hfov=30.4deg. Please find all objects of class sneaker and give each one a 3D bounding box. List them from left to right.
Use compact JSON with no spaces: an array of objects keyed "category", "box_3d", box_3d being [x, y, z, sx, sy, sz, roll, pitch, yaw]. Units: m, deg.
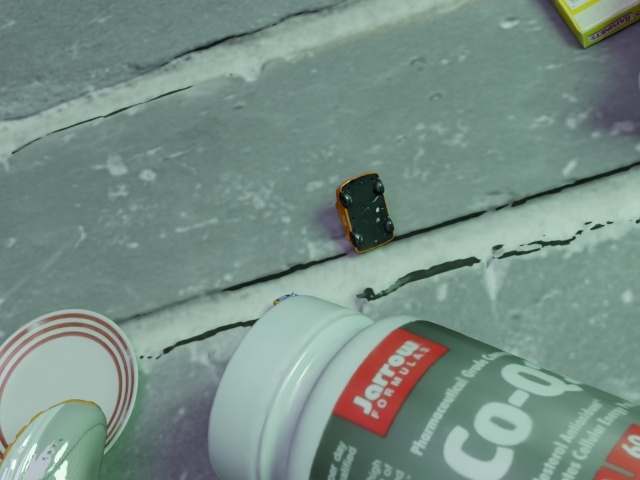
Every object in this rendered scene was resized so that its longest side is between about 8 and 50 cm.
[{"category":"sneaker","box_3d":[-0.167,0.240,0.782,0.121,0.099,0.263,9,76,14]}]

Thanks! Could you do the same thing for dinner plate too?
[{"category":"dinner plate","box_3d":[-0.201,0.120,0.898,0.141,0.017,0.141,-9,59,16]}]

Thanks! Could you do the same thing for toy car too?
[{"category":"toy car","box_3d":[0.000,0.000,0.870,0.122,0.060,0.040,-39,25,-11]}]

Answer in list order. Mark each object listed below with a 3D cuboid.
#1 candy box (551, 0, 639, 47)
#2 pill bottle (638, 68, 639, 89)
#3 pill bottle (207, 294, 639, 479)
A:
[{"category":"candy box","box_3d":[0.208,-0.253,0.947,0.105,0.027,0.206,-26,57,2]},{"category":"pill bottle","box_3d":[0.316,-0.206,0.808,0.152,0.152,0.272,16,68,27]},{"category":"pill bottle","box_3d":[0.081,0.140,0.695,0.283,0.161,0.161,21,71,30]}]
